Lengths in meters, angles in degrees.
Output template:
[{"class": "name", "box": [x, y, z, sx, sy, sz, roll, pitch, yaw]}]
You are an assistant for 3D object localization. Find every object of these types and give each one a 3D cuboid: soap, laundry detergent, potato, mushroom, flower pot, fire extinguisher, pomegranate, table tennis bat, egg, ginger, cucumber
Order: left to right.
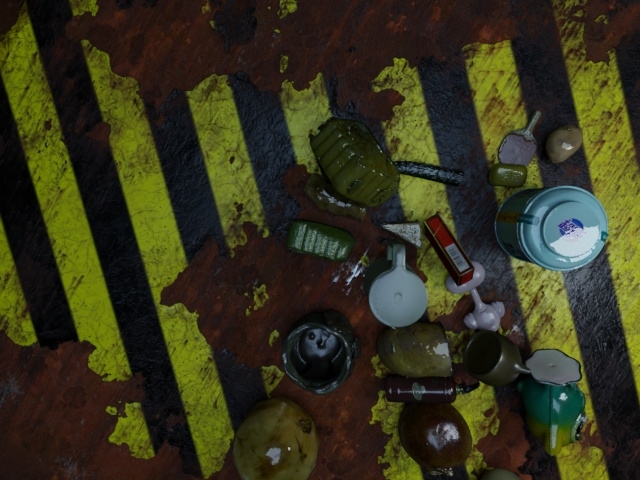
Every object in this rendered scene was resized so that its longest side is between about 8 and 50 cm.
[{"class": "pomegranate", "box": [-0.171, 0.773, 1.682, 0.332, 0.332, 0.333, 0, 94, 3]}, {"class": "flower pot", "box": [0.007, 0.410, 1.675, 0.301, 0.213, 0.302, 0, 94, 4]}, {"class": "ginger", "box": [0.059, -0.157, 1.685, 0.262, 0.116, 0.109, 26, 131, -4]}, {"class": "potato", "box": [0.342, 0.404, 1.667, 0.265, 0.229, 0.230, -11, 94, 12]}, {"class": "cucumber", "box": [0.388, -0.262, 1.676, 0.293, 0.067, 0.068, 13, 95, 5]}, {"class": "fire extinguisher", "box": [0.417, 0.550, 1.668, 0.343, 0.102, 0.138, -6, 137, 18]}, {"class": "mushroom", "box": [0.437, 0.749, 1.685, 0.263, 0.195, 0.283, -15, 93, -1]}, {"class": "egg", "box": [0.700, 0.987, 1.690, 0.185, 0.186, 0.242, -17, 97, 4]}, {"class": "soap", "box": [0.703, -0.243, 1.664, 0.140, 0.045, 0.089, 5, 114, 3]}, {"class": "table tennis bat", "box": [0.757, -0.375, 1.669, 0.131, 0.022, 0.235, 26, 97, 1]}, {"class": "laundry detergent", "box": [0.797, -0.047, 1.547, 0.287, 0.305, 0.288, 0, 95, 4]}, {"class": "potato", "box": [0.882, -0.356, 1.622, 0.112, 0.112, 0.147, 38, 88, 0]}]

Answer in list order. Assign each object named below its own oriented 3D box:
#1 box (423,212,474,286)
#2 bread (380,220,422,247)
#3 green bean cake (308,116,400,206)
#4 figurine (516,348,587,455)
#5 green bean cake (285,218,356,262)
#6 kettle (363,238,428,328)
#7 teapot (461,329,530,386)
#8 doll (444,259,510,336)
[{"class": "box", "box": [0.461, 0.035, 1.606, 0.074, 0.153, 0.240, -30, 65, 8]}, {"class": "bread", "box": [0.308, -0.019, 1.693, 0.152, 0.077, 0.105, -4, 93, 5]}, {"class": "green bean cake", "box": [0.141, -0.298, 1.601, 0.202, 0.285, 0.310, -41, 59, 28]}, {"class": "figurine", "box": [0.836, 0.586, 1.614, 0.231, 0.323, 0.340, 0, 113, 27]}, {"class": "green bean cake", "box": [0.000, 0.000, 1.641, 0.247, 0.222, 0.125, 13, 94, -1]}, {"class": "kettle", "box": [0.272, 0.149, 1.588, 0.205, 0.318, 0.265, 32, 96, 2]}, {"class": "teapot", "box": [0.635, 0.439, 1.624, 0.175, 0.267, 0.186, 31, 76, -20]}, {"class": "doll", "box": [0.587, 0.220, 1.686, 0.160, 0.094, 0.365, -29, 91, 12]}]
